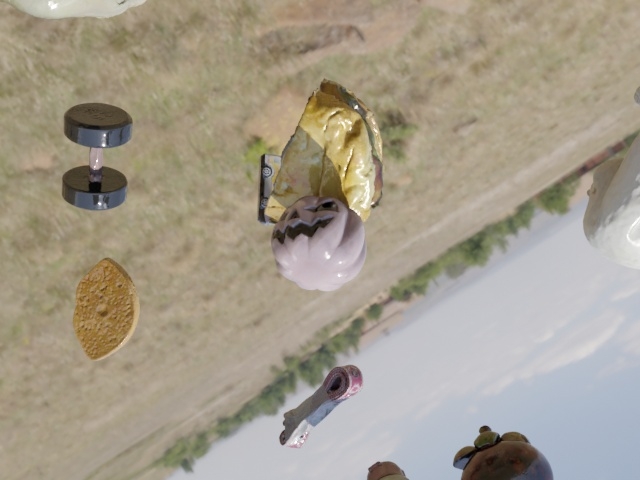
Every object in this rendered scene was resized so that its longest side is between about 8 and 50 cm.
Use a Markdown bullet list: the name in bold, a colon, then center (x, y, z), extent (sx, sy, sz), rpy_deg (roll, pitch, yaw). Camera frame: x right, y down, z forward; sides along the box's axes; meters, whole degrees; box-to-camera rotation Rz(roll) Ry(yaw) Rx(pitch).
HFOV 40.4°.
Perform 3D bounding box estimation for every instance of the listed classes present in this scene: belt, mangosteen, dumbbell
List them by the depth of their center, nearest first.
- **mangosteen**: center (0.350, 0.449, 1.679), extent (0.199, 0.200, 0.200), rpy_deg (-32, 173, -4)
- **belt**: center (-0.004, 0.324, 1.715), extent (0.053, 0.071, 0.232), rpy_deg (6, 134, -49)
- **dumbbell**: center (-0.518, -0.192, 2.011), extent (0.152, 0.152, 0.218), rpy_deg (-25, 135, -47)

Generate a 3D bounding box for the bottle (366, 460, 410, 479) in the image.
- **bottle**: center (0.164, 0.578, 1.901), extent (0.110, 0.110, 0.233), rpy_deg (-33, -154, 3)

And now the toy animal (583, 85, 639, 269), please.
- **toy animal**: center (0.519, -0.077, 1.326), extent (0.265, 0.206, 0.271), rpy_deg (-46, 132, 7)

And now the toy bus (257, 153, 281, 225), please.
- **toy bus**: center (-0.114, -0.122, 2.097), extent (0.072, 0.172, 0.057), rpy_deg (2, 171, -7)

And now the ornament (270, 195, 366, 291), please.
- **ornament**: center (-0.001, 0.000, 1.591), extent (0.177, 0.177, 0.177), rpy_deg (-32, 173, -4)

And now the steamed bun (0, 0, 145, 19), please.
- **steamed bun**: center (-0.459, -0.539, 1.542), extent (0.324, 0.309, 0.219), rpy_deg (-16, 134, -42)

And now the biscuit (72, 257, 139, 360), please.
- **biscuit**: center (-0.450, 0.146, 1.829), extent (0.141, 0.221, 0.029), rpy_deg (5, -177, 9)

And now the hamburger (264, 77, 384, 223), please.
- **hamburger**: center (0.033, -0.133, 1.706), extent (0.162, 0.209, 0.330), rpy_deg (-48, 166, -55)
